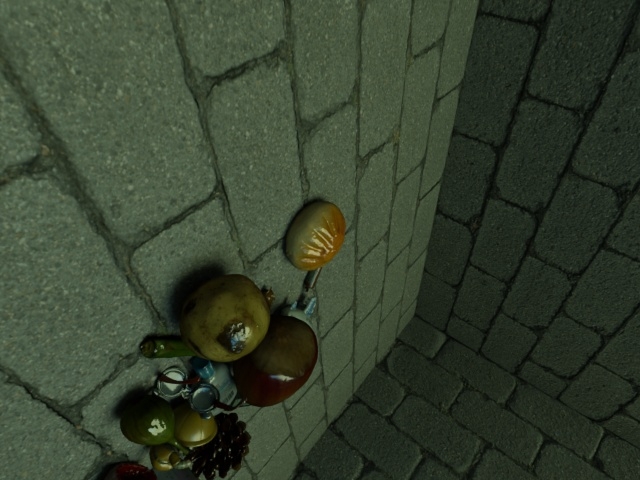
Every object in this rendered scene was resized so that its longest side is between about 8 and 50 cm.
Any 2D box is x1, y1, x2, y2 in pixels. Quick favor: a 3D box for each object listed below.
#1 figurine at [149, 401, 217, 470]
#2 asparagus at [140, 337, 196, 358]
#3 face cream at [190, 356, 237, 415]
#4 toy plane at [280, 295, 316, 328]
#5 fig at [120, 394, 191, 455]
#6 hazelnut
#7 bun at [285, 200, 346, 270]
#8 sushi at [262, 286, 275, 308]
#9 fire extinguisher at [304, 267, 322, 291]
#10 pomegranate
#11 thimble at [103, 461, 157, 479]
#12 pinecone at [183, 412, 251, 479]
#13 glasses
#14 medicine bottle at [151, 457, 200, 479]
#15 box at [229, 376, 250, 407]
[{"bbox_3d":[-0.491,0.688,1.445,0.257,0.192,0.167,-47,132,-3],"label":"figurine"},{"bbox_3d":[-0.449,0.343,1.316,0.277,0.059,0.068,24,85,-63],"label":"asparagus"},{"bbox_3d":[-0.407,0.535,1.541,0.163,0.080,0.337,-41,146,-30],"label":"face cream"},{"bbox_3d":[-0.105,0.360,1.839,0.267,0.122,0.267,-42,150,-32],"label":"toy plane"},{"bbox_3d":[-0.501,0.600,1.272,0.151,0.151,0.260,-38,103,-36],"label":"fig"},{"bbox_3d":[-0.176,0.460,1.598,0.365,0.365,0.366,-39,146,-34],"label":"hazelnut"},{"bbox_3d":[0.000,0.000,1.631,0.298,0.164,0.299,-37,143,-35],"label":"bun"},{"bbox_3d":[-0.208,0.228,1.620,0.060,0.061,0.118,-42,168,-46],"label":"sushi"},{"bbox_3d":[-0.033,0.161,1.850,0.062,0.050,0.178,-105,-142,-74],"label":"fire extinguisher"},{"bbox_3d":[-0.289,0.236,1.259,0.281,0.281,0.282,-39,146,-34],"label":"pomegranate"},{"bbox_3d":[-0.636,0.830,1.349,0.125,0.163,0.189,-58,152,-9],"label":"thimble"},{"bbox_3d":[-0.418,0.811,1.610,0.264,0.264,0.264,-39,146,-34],"label":"pinecone"},{"bbox_3d":[-0.385,0.495,1.301,0.234,0.268,0.118,38,62,-23],"label":"glasses"},{"bbox_3d":[-0.538,1.019,1.552,0.245,0.289,0.245,-39,145,-34],"label":"medicine bottle"},{"bbox_3d":[-0.291,0.645,1.862,0.212,0.058,0.350,-59,152,-1],"label":"box"}]
